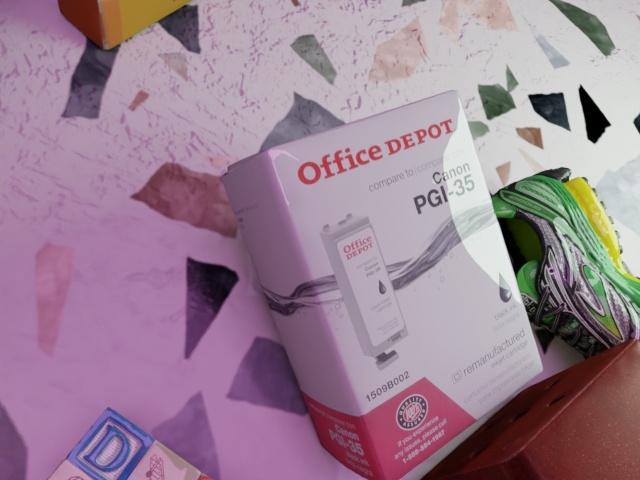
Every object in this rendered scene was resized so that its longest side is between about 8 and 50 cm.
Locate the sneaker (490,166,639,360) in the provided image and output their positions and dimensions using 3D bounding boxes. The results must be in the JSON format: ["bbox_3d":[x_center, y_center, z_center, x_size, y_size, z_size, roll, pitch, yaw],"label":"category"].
[{"bbox_3d":[0.294,0.082,0.577,0.146,0.134,0.344,-17,66,-18],"label":"sneaker"}]

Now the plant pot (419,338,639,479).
[{"bbox_3d":[0.244,0.246,0.414,0.267,0.267,0.236,-27,70,-27],"label":"plant pot"}]

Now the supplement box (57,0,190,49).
[{"bbox_3d":[-0.195,-0.327,0.592,0.080,0.078,0.233,41,61,4],"label":"supplement box"}]

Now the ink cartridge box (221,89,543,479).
[{"bbox_3d":[0.060,0.031,0.460,0.207,0.117,0.283,-23,98,-25],"label":"ink cartridge box"}]

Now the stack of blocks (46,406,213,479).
[{"bbox_3d":[-0.092,0.283,0.364,0.297,0.087,0.171,37,62,-2],"label":"stack of blocks"}]
